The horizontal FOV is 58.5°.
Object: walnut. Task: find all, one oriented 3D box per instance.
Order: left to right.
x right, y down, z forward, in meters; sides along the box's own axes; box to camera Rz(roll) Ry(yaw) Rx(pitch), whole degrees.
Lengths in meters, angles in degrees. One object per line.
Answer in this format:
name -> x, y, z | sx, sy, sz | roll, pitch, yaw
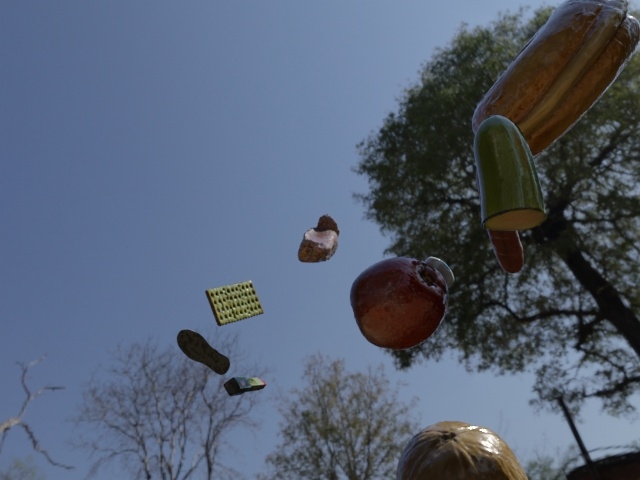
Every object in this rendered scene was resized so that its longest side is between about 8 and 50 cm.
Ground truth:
walnut -> 0.307, 0.555, 1.230 | 0.333, 0.332, 0.332 | -8, -39, -7

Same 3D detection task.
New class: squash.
squash -> 0.286, -0.112, 0.879 | 0.095, 0.187, 0.095 | -1, -22, 0

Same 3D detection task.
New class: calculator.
calculator -> 0.355, 0.144, 1.883 | 0.210, 0.121, 0.039 | -41, -7, -32

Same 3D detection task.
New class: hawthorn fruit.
hawthorn fruit -> 0.140, 0.108, 1.006 | 0.173, 0.172, 0.172 | -8, -39, -7

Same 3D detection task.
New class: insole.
insole -> -0.308, 0.296, 1.508 | 0.006, 0.065, 0.193 | 5, -33, 47

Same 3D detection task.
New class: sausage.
sausage -> 0.495, -0.061, 1.579 | 0.088, 0.088, 0.433 | -21, -55, 9

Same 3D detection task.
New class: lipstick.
lipstick -> -0.261, 0.521, 2.068 | 0.051, 0.051, 0.312 | -40, -18, 4

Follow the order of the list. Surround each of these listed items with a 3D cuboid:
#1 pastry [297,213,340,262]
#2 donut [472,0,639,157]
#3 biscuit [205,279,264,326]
pastry -> -0.003, 0.011, 1.786 | 0.103, 0.265, 0.112 | 20, -66, 8
donut -> 0.525, -0.361, 1.314 | 0.198, 0.449, 0.449 | 38, -51, 3
biscuit -> -0.294, 0.211, 1.974 | 0.016, 0.139, 0.231 | -31, -13, 33
